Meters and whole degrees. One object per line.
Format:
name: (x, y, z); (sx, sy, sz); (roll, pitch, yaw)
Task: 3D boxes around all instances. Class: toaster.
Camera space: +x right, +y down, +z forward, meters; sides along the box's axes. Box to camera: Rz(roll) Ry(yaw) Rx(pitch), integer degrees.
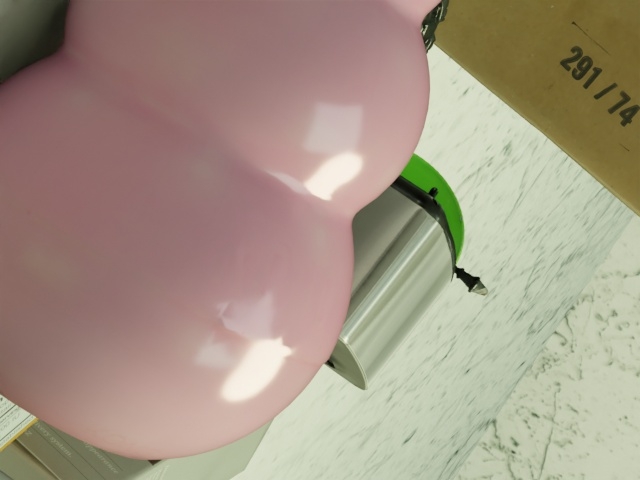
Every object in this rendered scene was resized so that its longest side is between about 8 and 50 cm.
toaster: (0.000, 0.000, 1.166); (0.110, 0.185, 0.168); (-53, 166, -9)

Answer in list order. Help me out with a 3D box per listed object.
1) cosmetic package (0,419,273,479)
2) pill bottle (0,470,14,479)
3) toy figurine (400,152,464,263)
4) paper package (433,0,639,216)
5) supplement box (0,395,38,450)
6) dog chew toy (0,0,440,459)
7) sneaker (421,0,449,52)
cosmetic package: (-0.133, 0.116, 1.163); (0.238, 0.127, 0.107); (-33, 156, -54)
pill bottle: (-0.163, 0.231, 0.754); (0.224, 0.392, 0.224); (-37, 180, 0)
toy figurine: (0.002, 0.023, 1.408); (0.173, 0.130, 0.159); (-16, 158, -28)
paper package: (0.249, -0.185, 1.185); (0.168, 0.325, 0.309); (-28, 154, -55)
supplement box: (-0.236, 0.110, 0.943); (0.233, 0.078, 0.080); (-42, 160, -33)
dog chew toy: (-0.045, -0.067, 0.877); (0.332, 0.206, 0.206); (-60, 165, 3)
sneaker: (-0.046, -0.065, 1.029); (0.271, 0.108, 0.100); (-51, 165, 13)
